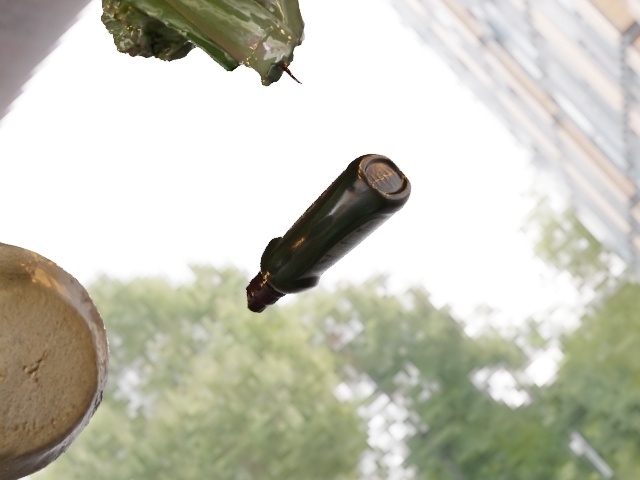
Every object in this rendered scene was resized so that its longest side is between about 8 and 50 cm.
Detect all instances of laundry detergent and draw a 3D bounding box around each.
[{"bbox_3d":[0.000,0.000,2.140,0.221,0.078,0.144,-45,-5,24],"label":"laundry detergent"}]

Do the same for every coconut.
[{"bbox_3d":[-0.345,0.111,1.859,0.237,0.237,0.266,-35,19,-29],"label":"coconut"}]

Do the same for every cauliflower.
[{"bbox_3d":[-0.089,-0.248,1.773,0.256,0.315,0.239,-39,-21,12],"label":"cauliflower"}]
